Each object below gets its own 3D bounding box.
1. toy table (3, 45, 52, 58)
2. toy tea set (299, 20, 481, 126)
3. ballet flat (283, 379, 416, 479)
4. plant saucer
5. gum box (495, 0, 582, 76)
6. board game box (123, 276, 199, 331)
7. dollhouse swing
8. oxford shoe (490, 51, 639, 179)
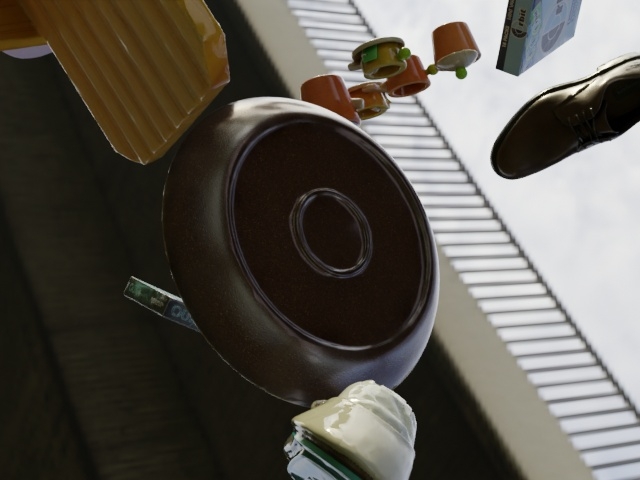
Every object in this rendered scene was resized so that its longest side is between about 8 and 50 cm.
[{"bbox_3d":[-0.370,-0.395,1.759,0.274,0.252,0.161,-52,-136,16],"label":"toy table"},{"bbox_3d":[0.109,-0.232,2.122,0.336,0.200,0.124,-28,-109,50],"label":"toy tea set"},{"bbox_3d":[0.022,0.133,0.918,0.248,0.086,0.086,137,-54,-76],"label":"ballet flat"},{"bbox_3d":[0.000,0.000,1.237,0.050,0.311,0.310,-31,-114,47],"label":"plant saucer"},{"bbox_3d":[0.317,-0.334,1.875,0.041,0.184,0.157,25,-52,26],"label":"gum box"},{"bbox_3d":[-0.132,0.099,1.599,0.126,0.186,0.026,18,-97,59],"label":"board game box"},{"bbox_3d":[-0.312,-0.227,1.343,0.347,0.315,0.305,-35,-108,59],"label":"dollhouse swing"},{"bbox_3d":[0.297,-0.139,1.541,0.227,0.083,0.096,-34,-161,10],"label":"oxford shoe"}]
